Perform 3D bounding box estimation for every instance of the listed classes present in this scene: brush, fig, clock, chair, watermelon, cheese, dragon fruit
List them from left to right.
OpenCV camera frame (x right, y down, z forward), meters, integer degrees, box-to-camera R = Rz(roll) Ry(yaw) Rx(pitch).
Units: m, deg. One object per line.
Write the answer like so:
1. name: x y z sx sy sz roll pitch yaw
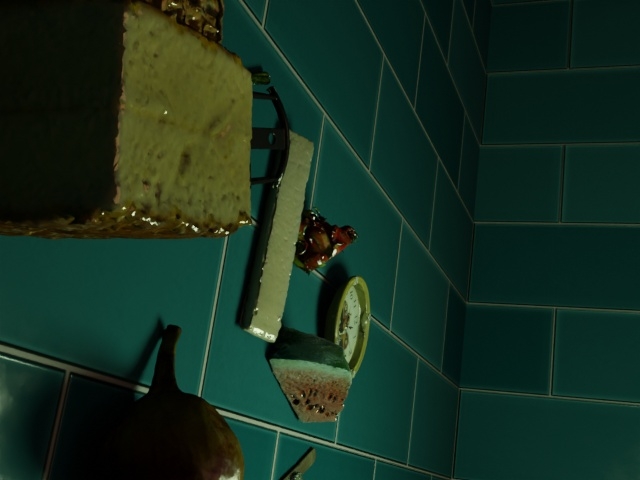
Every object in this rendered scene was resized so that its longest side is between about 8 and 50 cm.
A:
1. fig: -0.183 0.257 1.117 0.290 0.191 0.190 -79 161 -61
2. chair: -0.159 -0.143 1.174 0.260 0.141 0.154 -15 105 -66
3. cheese: -0.073 -0.016 1.521 0.085 0.034 0.400 30 62 -38
4. brush: -0.039 0.463 1.683 0.190 0.028 0.034 -22 114 -68
5. watermelon: -0.009 0.279 1.635 0.241 0.154 0.094 89 17 -45
6. dragon fruit: 0.000 0.000 1.630 0.138 0.142 0.175 -45 120 -12
7. clock: 0.052 0.191 1.864 0.237 0.057 0.237 4 90 -69

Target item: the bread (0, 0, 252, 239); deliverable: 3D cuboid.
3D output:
1. bread: -0.229 -0.104 0.819 0.279 0.279 0.207 7 82 -67

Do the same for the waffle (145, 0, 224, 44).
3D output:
1. waffle: -0.225 -0.355 1.062 0.308 0.091 0.212 19 73 -68

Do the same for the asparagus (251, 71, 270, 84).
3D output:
1. asparagus: -0.134 -0.267 1.399 0.023 0.022 0.233 -48 174 21
